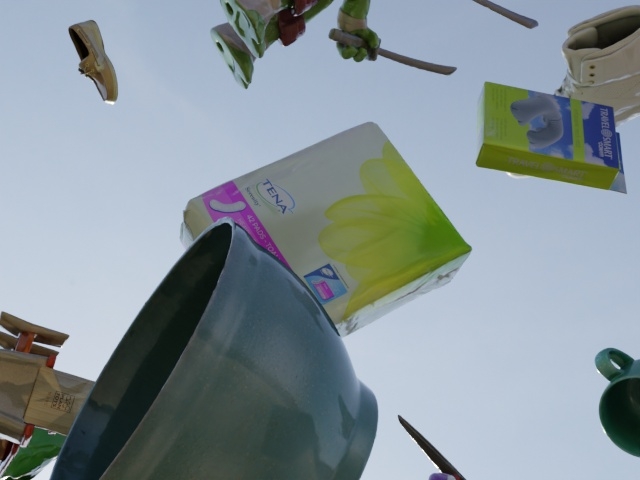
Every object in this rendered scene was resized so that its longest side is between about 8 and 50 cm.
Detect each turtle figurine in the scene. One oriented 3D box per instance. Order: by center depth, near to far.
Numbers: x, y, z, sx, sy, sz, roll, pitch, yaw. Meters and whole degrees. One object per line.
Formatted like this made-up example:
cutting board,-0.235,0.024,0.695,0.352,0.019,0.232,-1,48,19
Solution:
turtle figurine,0.046,-0.220,1.049,0.266,0.198,0.274,-31,-62,-16

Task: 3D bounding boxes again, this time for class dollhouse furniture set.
dollhouse furniture set,-0.365,0.224,1.310,0.135,0.262,0.259,20,-29,-15

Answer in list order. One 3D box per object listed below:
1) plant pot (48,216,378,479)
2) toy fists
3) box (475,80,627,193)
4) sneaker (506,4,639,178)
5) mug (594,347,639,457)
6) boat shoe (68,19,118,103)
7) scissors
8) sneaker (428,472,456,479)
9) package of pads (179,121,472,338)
plant pot,-0.076,0.155,0.918,0.196,0.293,0.293,34,-50,-14
toy fists,-0.455,0.377,1.682,0.096,0.142,0.279,-27,-103,36
box,0.270,-0.118,1.239,0.178,0.109,0.042,10,-40,-3
sneaker,0.341,-0.209,1.461,0.293,0.108,0.169,-32,-44,21
mug,0.474,0.222,1.547,0.129,0.097,0.157,-3,-74,32
boat shoe,-0.347,-0.268,1.633,0.050,0.045,0.135,-35,-106,54
scissors,0.224,0.368,1.616,0.109,0.021,0.297,-44,-114,36
sneaker,0.085,0.365,1.196,0.105,0.236,0.095,17,-19,14
package of pads,0.000,0.000,1.318,0.229,0.297,0.101,56,-24,21
